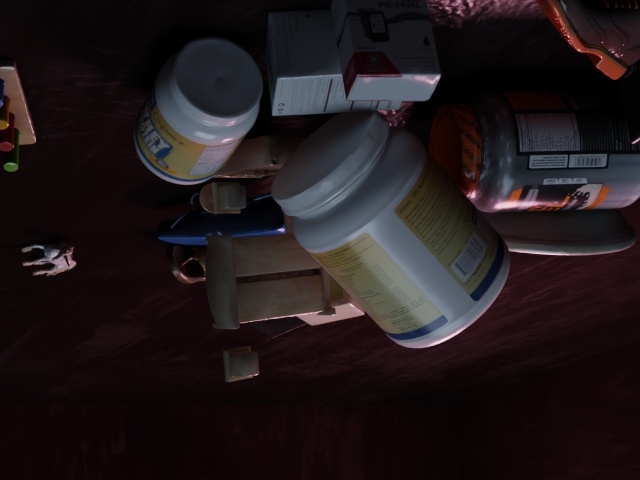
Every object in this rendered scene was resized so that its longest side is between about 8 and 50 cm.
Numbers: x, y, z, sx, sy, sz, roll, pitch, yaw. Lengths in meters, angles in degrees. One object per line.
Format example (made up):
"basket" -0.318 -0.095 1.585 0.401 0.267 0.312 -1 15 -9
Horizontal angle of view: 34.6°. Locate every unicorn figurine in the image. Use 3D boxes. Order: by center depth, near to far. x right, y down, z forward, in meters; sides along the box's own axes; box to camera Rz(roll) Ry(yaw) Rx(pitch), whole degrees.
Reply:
"unicorn figurine" -0.526 0.033 2.023 0.111 0.060 0.162 -9 176 4

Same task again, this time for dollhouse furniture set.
"dollhouse furniture set" -0.070 0.023 1.624 0.303 0.355 0.174 -3 179 -40

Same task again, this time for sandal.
"sandal" -0.241 0.050 2.120 0.060 0.090 0.219 -34 150 20

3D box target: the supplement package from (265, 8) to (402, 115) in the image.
"supplement package" 0.022 -0.239 1.372 0.179 0.105 0.105 -5 158 -9

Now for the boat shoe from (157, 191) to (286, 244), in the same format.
"boat shoe" -0.173 -0.042 1.880 0.258 0.089 0.109 -5 171 13

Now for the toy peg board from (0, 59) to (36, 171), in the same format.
"toy peg board" -0.484 -0.158 1.403 0.161 0.079 0.160 -5 147 -7

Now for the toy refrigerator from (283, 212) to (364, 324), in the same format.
"toy refrigerator" 0.000 0.000 1.785 0.102 0.269 0.094 -12 159 17

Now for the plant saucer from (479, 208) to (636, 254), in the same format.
"plant saucer" 0.360 -0.068 1.830 0.400 0.100 0.400 4 -167 -1

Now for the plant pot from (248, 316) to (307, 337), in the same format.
"plant pot" -0.101 0.066 2.093 0.167 0.188 0.187 25 145 -34

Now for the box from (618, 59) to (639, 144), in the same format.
"box" 0.579 -0.251 1.478 0.165 0.143 0.270 3 158 -22

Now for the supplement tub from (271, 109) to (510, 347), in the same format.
"supplement tub" 0.101 -0.021 1.500 0.228 0.228 0.316 -24 118 39

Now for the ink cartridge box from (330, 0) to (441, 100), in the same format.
"ink cartridge box" 0.080 -0.253 1.288 0.109 0.150 0.063 -3 156 -13

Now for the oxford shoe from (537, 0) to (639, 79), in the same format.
"oxford shoe" 0.367 -0.304 1.369 0.098 0.097 0.271 -40 152 23

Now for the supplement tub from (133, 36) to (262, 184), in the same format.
"supplement tub" -0.169 -0.177 1.419 0.144 0.144 0.199 1 158 -23

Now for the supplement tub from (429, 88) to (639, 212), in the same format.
"supplement tub" 0.344 -0.142 1.627 0.316 0.193 0.193 -2 160 -13
